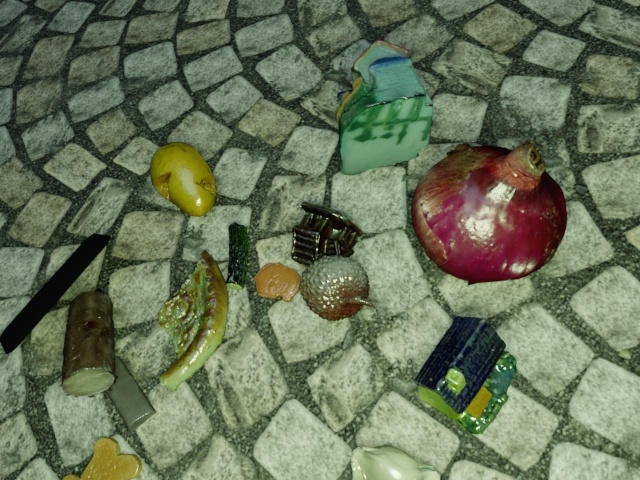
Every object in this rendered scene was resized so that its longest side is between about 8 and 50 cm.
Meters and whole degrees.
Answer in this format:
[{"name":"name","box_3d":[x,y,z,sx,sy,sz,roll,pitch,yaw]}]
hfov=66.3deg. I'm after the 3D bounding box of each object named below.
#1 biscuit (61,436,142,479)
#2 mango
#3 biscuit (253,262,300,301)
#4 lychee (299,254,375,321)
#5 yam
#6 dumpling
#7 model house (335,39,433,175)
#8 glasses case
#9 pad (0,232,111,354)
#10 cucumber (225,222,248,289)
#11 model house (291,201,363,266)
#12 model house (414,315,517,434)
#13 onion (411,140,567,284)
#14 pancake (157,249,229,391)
[{"name":"biscuit","box_3d":[-0.526,0.583,1.129,0.158,0.035,0.240,29,72,26]},{"name":"mango","box_3d":[-0.400,-0.180,1.445,0.167,0.130,0.262,-43,67,-8]},{"name":"biscuit","box_3d":[-0.114,0.109,1.291,0.130,0.019,0.102,15,66,20]},{"name":"lychee","box_3d":[0.042,0.116,1.171,0.197,0.165,0.165,30,72,40]},{"name":"yam","box_3d":[-0.577,0.257,1.225,0.131,0.131,0.279,-28,41,-3]},{"name":"dumpling","box_3d":[0.146,0.488,0.995,0.188,0.108,0.127,19,94,6]},{"name":"model house","box_3d":[0.146,-0.404,1.340,0.252,0.295,0.329,-10,64,3]},{"name":"glasses case","box_3d":[-0.491,0.379,1.226,0.072,0.042,0.190,-39,61,-18]},{"name":"pad","box_3d":[-0.717,0.142,1.354,0.315,0.063,0.375,7,56,51]},{"name":"cucumber","box_3d":[-0.225,0.043,1.330,0.058,0.058,0.187,-8,62,9]},{"name":"model house","box_3d":[0.006,0.002,1.269,0.165,0.106,0.152,16,66,24]},{"name":"model house","box_3d":[0.311,0.266,1.008,0.170,0.211,0.194,33,73,27]},{"name":"onion","box_3d":[0.388,-0.085,1.076,0.348,0.385,0.348,2,64,-5]},{"name":"pancake","box_3d":[-0.342,0.199,1.277,0.197,0.054,0.376,-1,62,13]}]
